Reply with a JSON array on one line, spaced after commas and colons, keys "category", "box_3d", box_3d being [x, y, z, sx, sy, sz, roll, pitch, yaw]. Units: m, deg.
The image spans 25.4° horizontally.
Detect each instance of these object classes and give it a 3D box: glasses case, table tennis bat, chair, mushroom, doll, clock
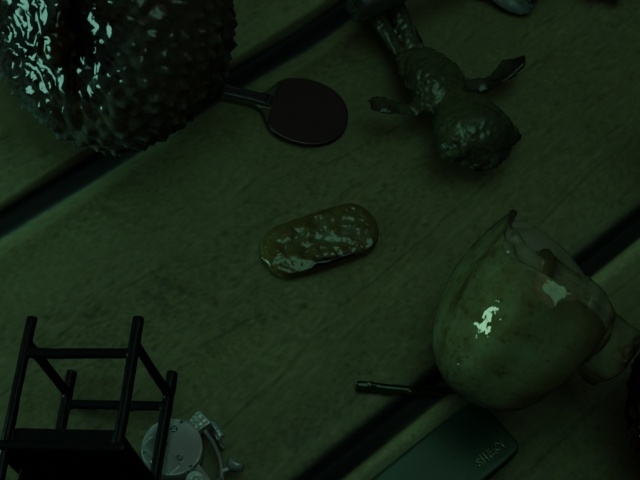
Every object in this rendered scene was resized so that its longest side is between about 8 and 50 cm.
[{"category": "glasses case", "box_3d": [0.122, 0.251, 1.512, 0.184, 0.039, 0.078, -35, 71, -24]}, {"category": "table tennis bat", "box_3d": [-0.044, -0.163, 1.732, 0.158, 0.014, 0.095, 15, 62, -3]}, {"category": "chair", "box_3d": [-0.239, 0.219, 1.400, 0.141, 0.154, 0.260, -1, 59, 12]}, {"category": "mushroom", "box_3d": [0.218, 0.099, 1.520, 0.195, 0.189, 0.253, 39, 18, -7]}, {"category": "doll", "box_3d": [0.127, -0.199, 1.740, 0.286, 0.091, 0.203, 37, 44, 9]}, {"category": "clock", "box_3d": [-0.128, 0.238, 1.482, 0.087, 0.041, 0.129, -31, 65, -19]}]

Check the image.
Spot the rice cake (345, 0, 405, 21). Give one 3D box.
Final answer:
[{"category": "rice cake", "box_3d": [0.124, -0.325, 1.769, 0.211, 0.043, 0.034, -26, 66, -24]}]

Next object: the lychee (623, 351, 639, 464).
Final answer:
[{"category": "lychee", "box_3d": [0.437, 0.164, 1.504, 0.236, 0.236, 0.271, 9, 45, -4]}]

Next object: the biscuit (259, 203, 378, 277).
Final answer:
[{"category": "biscuit", "box_3d": [0.000, 0.000, 1.646, 0.147, 0.018, 0.071, -19, 63, -16]}]

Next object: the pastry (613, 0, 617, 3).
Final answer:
[{"category": "pastry", "box_3d": [0.366, -0.383, 1.892, 0.080, 0.056, 0.140, 8, 54, -12]}]

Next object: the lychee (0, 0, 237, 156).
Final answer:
[{"category": "lychee", "box_3d": [-0.232, -0.244, 1.611, 0.300, 0.300, 0.300, 4, 61, -6]}]

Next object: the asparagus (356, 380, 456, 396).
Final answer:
[{"category": "asparagus", "box_3d": [0.120, 0.164, 1.573, 0.163, 0.016, 0.016, 1, 42, -7]}]

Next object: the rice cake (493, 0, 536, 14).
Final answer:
[{"category": "rice cake", "box_3d": [0.155, -0.367, 1.859, 0.290, 0.051, 0.081, 16, 94, 2]}]
